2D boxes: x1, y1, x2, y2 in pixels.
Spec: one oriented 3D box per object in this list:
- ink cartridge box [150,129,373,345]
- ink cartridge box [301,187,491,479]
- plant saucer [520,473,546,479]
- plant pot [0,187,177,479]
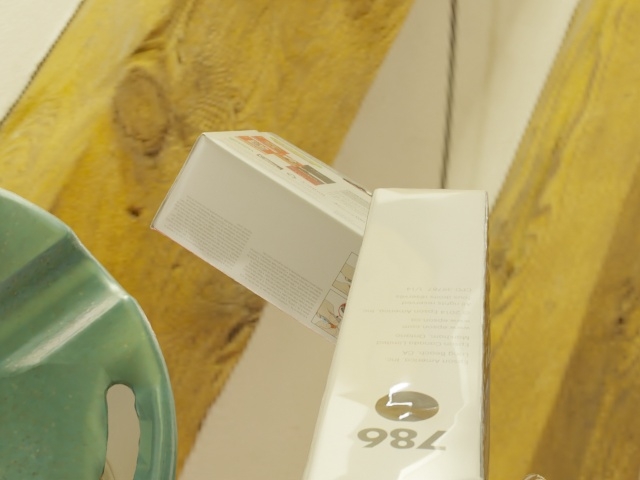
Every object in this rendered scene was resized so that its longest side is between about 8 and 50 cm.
[{"bbox_3d":[0.000,0.000,1.528,0.130,0.309,0.272,-60,-10,13],"label":"ink cartridge box"},{"bbox_3d":[0.036,0.110,0.508,0.333,0.065,0.165,-69,-21,-65],"label":"ink cartridge box"},{"bbox_3d":[0.289,0.401,1.741,0.029,0.168,0.169,-6,-88,-17],"label":"plant saucer"},{"bbox_3d":[-0.227,0.148,0.663,0.341,0.334,0.341,8,-118,-15],"label":"plant pot"}]
